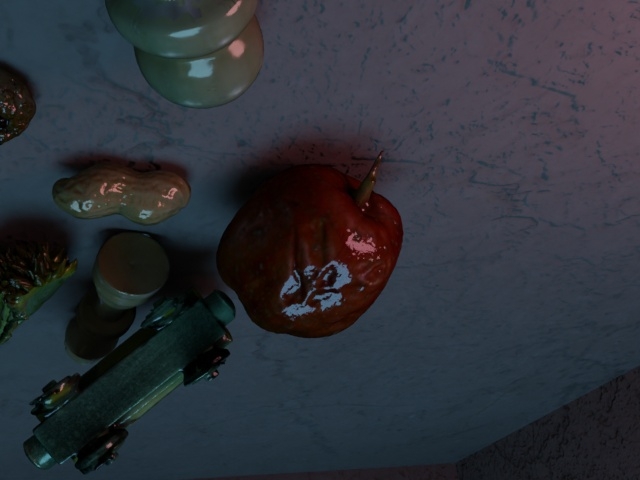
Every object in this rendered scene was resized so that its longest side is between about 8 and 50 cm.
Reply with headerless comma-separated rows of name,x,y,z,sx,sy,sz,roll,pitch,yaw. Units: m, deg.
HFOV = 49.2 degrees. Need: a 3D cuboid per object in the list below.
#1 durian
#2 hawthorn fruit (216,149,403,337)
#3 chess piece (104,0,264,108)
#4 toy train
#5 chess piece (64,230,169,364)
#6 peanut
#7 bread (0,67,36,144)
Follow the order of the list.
durian,-0.496,0.108,1.108,0.158,0.169,0.352,19,139,-38
hawthorn fruit,-0.014,0.016,1.015,0.262,0.258,0.258,-14,154,42
chess piece,-0.132,-0.243,0.633,0.182,0.182,0.330,-9,155,-1
toy train,-0.309,0.225,1.182,0.397,0.160,0.253,-39,-176,-9
chess piece,-0.381,0.127,1.241,0.117,0.117,0.397,8,148,-27
peanut,-0.271,-0.063,0.968,0.187,0.082,0.082,6,147,-26
bread,-0.383,-0.148,0.815,0.113,0.060,0.082,-26,143,24
